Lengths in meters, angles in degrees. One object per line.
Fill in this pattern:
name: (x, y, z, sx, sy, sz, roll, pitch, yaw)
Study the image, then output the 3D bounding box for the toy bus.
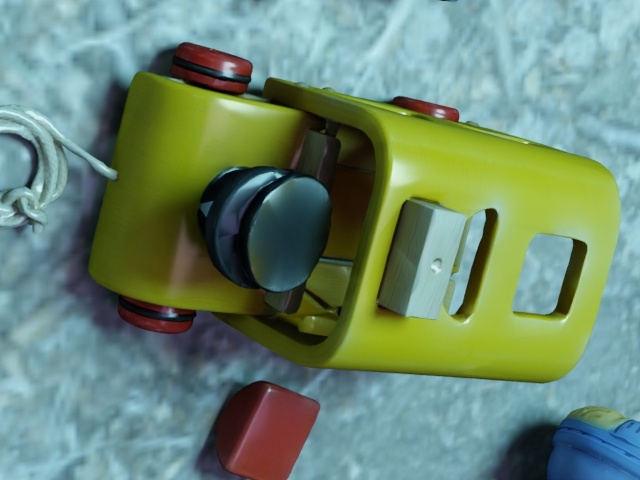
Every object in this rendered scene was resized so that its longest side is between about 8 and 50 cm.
toy bus: (0.011, -0.004, 0.450, 0.202, 0.104, 0.191, -41, 124, -20)

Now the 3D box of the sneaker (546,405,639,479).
sneaker: (0.166, 0.208, 0.632, 0.131, 0.112, 0.296, -43, 125, -17)
